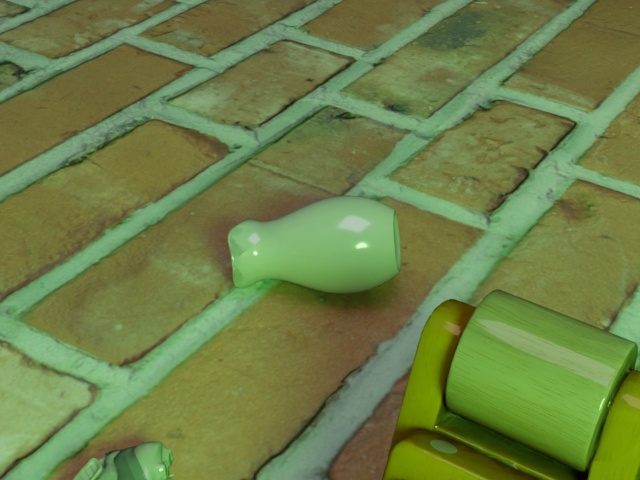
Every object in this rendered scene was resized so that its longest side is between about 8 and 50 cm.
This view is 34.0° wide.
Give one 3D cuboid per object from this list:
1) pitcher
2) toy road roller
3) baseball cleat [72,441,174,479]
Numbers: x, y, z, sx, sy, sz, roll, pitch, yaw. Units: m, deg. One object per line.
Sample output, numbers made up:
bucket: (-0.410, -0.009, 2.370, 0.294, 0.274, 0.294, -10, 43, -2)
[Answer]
pitcher: (0.000, 0.000, 1.371, 0.207, 0.125, 0.178, -4, 18, 10)
toy road roller: (0.131, 0.224, 0.857, 0.202, 0.330, 0.240, 21, 16, 25)
baseball cleat: (-0.195, 0.278, 0.997, 0.109, 0.072, 0.206, -10, 29, 7)
